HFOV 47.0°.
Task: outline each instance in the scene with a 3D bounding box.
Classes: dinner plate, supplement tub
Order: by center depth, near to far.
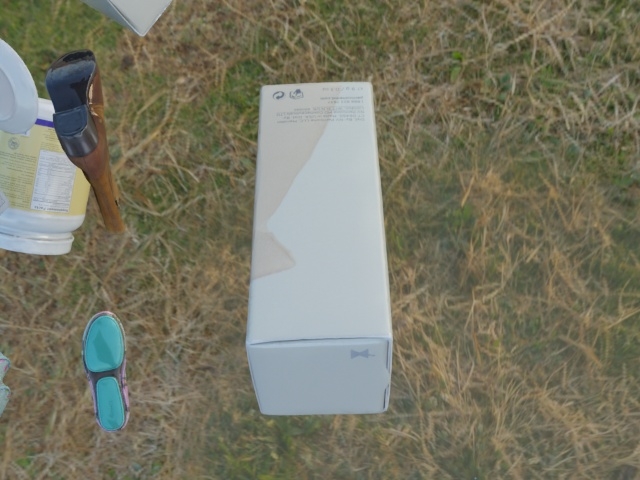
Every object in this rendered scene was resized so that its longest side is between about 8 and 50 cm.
[{"bbox_3d":[-0.434,-0.205,0.977,0.141,0.141,0.017,23,38,18],"label":"dinner plate"},{"bbox_3d":[-0.645,-0.153,1.676,0.241,0.241,0.331,16,99,16],"label":"supplement tub"}]

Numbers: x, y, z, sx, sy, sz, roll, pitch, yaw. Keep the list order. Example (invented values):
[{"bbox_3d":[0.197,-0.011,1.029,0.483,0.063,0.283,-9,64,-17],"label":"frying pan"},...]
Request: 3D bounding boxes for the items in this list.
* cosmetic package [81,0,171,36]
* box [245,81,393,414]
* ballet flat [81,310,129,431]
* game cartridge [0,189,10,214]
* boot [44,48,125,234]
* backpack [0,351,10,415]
[{"bbox_3d":[-0.335,-0.439,1.060,0.309,0.113,0.160,33,84,27],"label":"cosmetic package"},{"bbox_3d":[0.000,0.000,0.724,0.121,0.148,0.311,-1,51,1],"label":"box"},{"bbox_3d":[-0.378,0.228,1.309,0.077,0.079,0.221,-7,101,-11],"label":"ballet flat"},{"bbox_3d":[-0.679,-0.089,1.512,0.017,0.083,0.056,-4,40,25],"label":"game cartridge"},{"bbox_3d":[-0.425,-0.191,1.410,0.096,0.280,0.264,-18,55,-7],"label":"boot"},{"bbox_3d":[-0.696,0.284,1.434,0.144,0.166,0.188,34,112,24],"label":"backpack"}]
